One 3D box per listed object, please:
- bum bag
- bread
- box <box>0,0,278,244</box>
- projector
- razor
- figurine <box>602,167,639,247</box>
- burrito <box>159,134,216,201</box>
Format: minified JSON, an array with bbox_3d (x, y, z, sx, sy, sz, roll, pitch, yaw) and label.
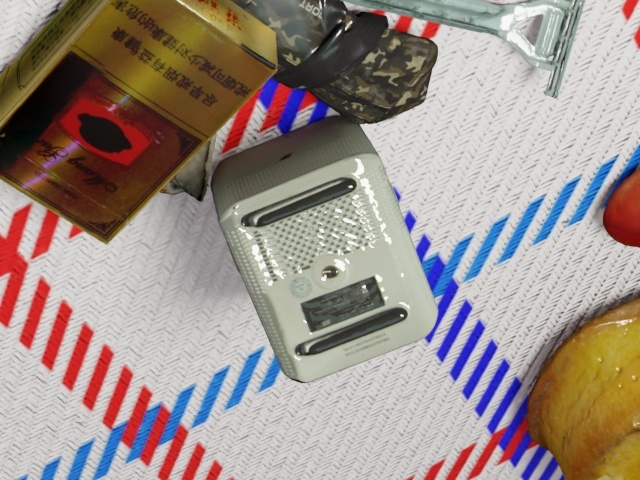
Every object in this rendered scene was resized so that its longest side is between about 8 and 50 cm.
[{"bbox_3d":[-0.002,-0.173,1.555,0.248,0.069,0.102,21,138,-35],"label":"bum bag"},{"bbox_3d":[0.385,0.190,2.002,0.312,0.172,0.312,-11,140,-10],"label":"bread"},{"bbox_3d":[-0.169,-0.124,1.502,0.159,0.071,0.240,33,120,-28],"label":"box"},{"bbox_3d":[0.000,0.000,1.603,0.163,0.242,0.177,-21,106,-1],"label":"projector"},{"bbox_3d":[0.115,-0.204,1.572,0.277,0.056,0.111,9,103,-32],"label":"razor"},{"bbox_3d":[0.475,-0.038,1.804,0.269,0.261,0.211,19,96,-34],"label":"figurine"},{"bbox_3d":[-0.116,-0.103,1.596,0.051,0.042,0.171,18,126,6],"label":"burrito"}]
